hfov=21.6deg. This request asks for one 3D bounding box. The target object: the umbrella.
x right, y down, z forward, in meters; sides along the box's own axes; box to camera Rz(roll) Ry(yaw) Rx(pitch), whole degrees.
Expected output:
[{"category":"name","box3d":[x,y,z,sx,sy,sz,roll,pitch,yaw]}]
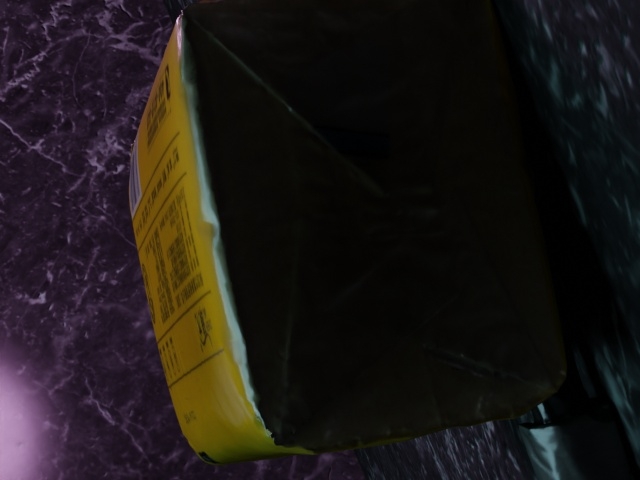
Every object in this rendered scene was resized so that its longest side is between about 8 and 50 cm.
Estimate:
[{"category":"umbrella","box3d":[0.204,0.226,1.155,0.073,0.067,0.337,-4,106,70]}]

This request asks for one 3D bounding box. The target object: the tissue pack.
[{"category":"tissue pack","box3d":[0.000,0.000,1.175,0.382,0.228,0.293,139,121,-77]}]
